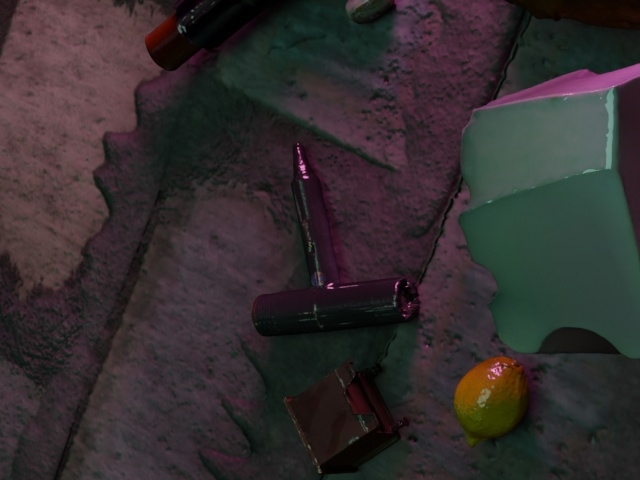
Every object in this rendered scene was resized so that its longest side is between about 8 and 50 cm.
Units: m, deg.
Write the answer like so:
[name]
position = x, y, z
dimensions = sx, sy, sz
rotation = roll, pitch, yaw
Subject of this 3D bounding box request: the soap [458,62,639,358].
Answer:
[soap]
position = 0.233, -0.020, 0.937
dimensions = 0.115, 0.347, 0.208
rotation = -2, 85, 36

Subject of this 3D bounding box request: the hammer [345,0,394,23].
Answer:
[hammer]
position = 0.035, -0.256, 1.272
dimensions = 0.052, 0.031, 0.083
rotation = -29, 102, 28

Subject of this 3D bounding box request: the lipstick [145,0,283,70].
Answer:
[lipstick]
position = -0.065, -0.274, 1.332
dimensions = 0.299, 0.081, 0.081
rotation = -35, 67, 28

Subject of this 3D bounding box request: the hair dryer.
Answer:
[hair dryer]
position = 0.012, -0.007, 1.281
dimensions = 0.173, 0.050, 0.195
rotation = -6, 79, 32

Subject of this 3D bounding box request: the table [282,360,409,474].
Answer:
[table]
position = 0.028, 0.167, 1.238
dimensions = 0.082, 0.070, 0.083
rotation = -37, 66, 23

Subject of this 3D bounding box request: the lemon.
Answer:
[lemon]
position = 0.152, 0.144, 1.155
dimensions = 0.065, 0.065, 0.092
rotation = 36, 112, 32

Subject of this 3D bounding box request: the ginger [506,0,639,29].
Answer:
[ginger]
position = 0.247, -0.244, 1.059
dimensions = 0.321, 0.172, 0.165
rotation = 33, 67, 33
